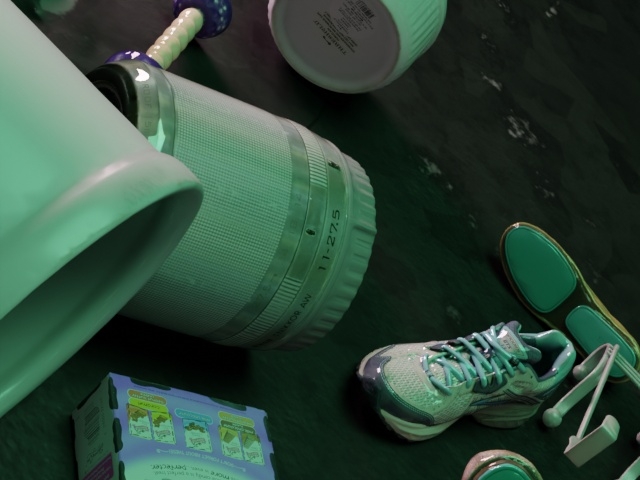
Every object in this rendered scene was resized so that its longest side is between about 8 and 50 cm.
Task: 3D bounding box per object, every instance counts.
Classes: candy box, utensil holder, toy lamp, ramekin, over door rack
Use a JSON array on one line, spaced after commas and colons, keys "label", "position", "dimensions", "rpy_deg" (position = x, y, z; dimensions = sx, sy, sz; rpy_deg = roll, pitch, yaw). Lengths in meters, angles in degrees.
[{"label": "candy box", "position": [-0.113, 0.222, 1.303], "dimensions": [0.165, 0.070, 0.196], "rpy_deg": [19, 41, -33]}, {"label": "utensil holder", "position": [-0.333, -0.063, 1.155], "dimensions": [0.385, 0.327, 0.327], "rpy_deg": [46, 34, 6]}, {"label": "toy lamp", "position": [-0.170, -0.196, 1.675], "dimensions": [0.080, 0.080, 0.274], "rpy_deg": [41, 33, -6]}, {"label": "ramekin", "position": [0.035, -0.272, 1.862], "dimensions": [0.207, 0.207, 0.109], "rpy_deg": [40, 44, -8]}, {"label": "over door rack", "position": [0.353, 0.257, 1.697], "dimensions": [0.239, 0.108, 0.324], "rpy_deg": [45, 17, -1]}]

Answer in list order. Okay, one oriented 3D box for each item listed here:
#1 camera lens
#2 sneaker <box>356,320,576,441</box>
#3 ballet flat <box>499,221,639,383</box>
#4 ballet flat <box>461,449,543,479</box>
[{"label": "camera lens", "position": [-0.116, -0.027, 1.426], "dimensions": [0.274, 0.219, 0.219], "rpy_deg": [19, 42, -33]}, {"label": "sneaker", "position": [0.155, 0.128, 1.633], "dimensions": [0.283, 0.122, 0.110], "rpy_deg": [-1, 55, -46]}, {"label": "ballet flat", "position": [0.297, 0.078, 1.896], "dimensions": [0.232, 0.080, 0.073], "rpy_deg": [53, 7, 8]}, {"label": "ballet flat", "position": [0.228, 0.335, 1.500], "dimensions": [0.316, 0.108, 0.106], "rpy_deg": [65, -6, -3]}]
